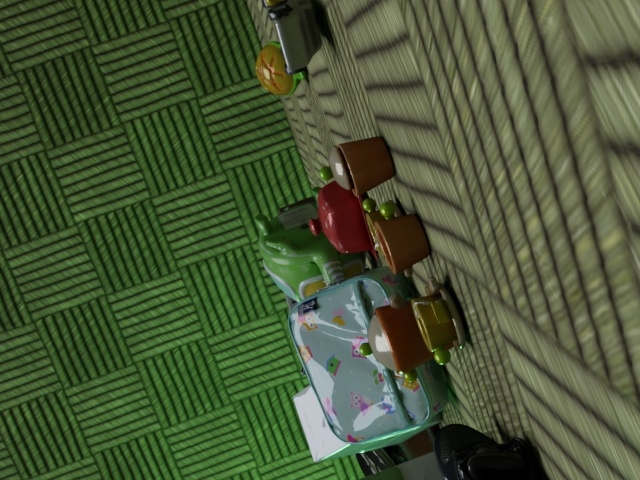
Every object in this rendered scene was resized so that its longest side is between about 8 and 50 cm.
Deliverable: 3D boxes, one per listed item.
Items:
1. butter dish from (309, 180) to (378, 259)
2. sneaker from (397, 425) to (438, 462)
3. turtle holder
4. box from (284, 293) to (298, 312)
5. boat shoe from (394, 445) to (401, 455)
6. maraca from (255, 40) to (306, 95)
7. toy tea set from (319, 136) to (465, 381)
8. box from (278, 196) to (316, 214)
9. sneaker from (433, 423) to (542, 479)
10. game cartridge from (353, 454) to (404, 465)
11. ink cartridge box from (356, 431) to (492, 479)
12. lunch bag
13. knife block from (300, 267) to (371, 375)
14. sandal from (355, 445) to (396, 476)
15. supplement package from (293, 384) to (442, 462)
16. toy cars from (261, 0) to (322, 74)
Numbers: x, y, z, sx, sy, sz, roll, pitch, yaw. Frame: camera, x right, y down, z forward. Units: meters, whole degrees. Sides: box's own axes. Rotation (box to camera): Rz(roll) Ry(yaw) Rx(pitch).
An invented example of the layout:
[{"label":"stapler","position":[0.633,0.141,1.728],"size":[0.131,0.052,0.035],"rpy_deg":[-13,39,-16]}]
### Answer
[{"label":"butter dish","position":[0.035,-0.043,1.520],"size":[0.160,0.118,0.160],"rpy_deg":[-114,4,-58]},{"label":"sneaker","position":[0.201,0.418,1.688],"size":[0.121,0.108,0.302],"rpy_deg":[96,153,-76]},{"label":"turtle holder","position":[0.010,0.040,1.765],"size":[0.320,0.243,0.227],"rpy_deg":[14,131,42]},{"label":"box","position":[0.015,0.136,2.189],"size":[0.322,0.232,0.058],"rpy_deg":[-112,4,-62]},{"label":"boat shoe","position":[0.206,0.470,1.900],"size":[0.121,0.119,0.335],"rpy_deg":[-112,3,-46]},{"label":"maraca","position":[-0.086,-0.396,1.767],"size":[0.127,0.099,0.186],"rpy_deg":[60,154,-8]},{"label":"toy tea set","position":[0.076,0.030,1.035],"size":[0.200,0.124,0.336],"rpy_deg":[75,175,-68]},{"label":"box","position":[0.000,0.000,2.166],"size":[0.167,0.168,0.203],"rpy_deg":[-113,4,-63]},{"label":"sneaker","position":[0.184,0.247,0.854],"size":[0.227,0.087,0.130],"rpy_deg":[-122,13,-65]},{"label":"game cartridge","position":[0.192,0.577,1.875],"size":[0.230,0.068,0.355],"rpy_deg":[45,177,-41]},{"label":"ink cartridge box","position":[0.143,0.338,0.996],"size":[0.109,0.209,0.062],"rpy_deg":[-112,3,-51]},{"label":"lunch bag","position":[0.080,0.188,1.299],"size":[0.108,0.224,0.279],"rpy_deg":[-17,-96,-54]},{"label":"knife block","position":[0.052,0.215,1.816],"size":[0.088,0.242,0.275],"rpy_deg":[74,176,-47]},{"label":"sandal","position":[0.110,0.430,1.713],"size":[0.303,0.086,0.120],"rpy_deg":[-129,28,-50]},{"label":"supplement package","position":[0.094,0.328,1.512],"size":[0.244,0.134,0.139],"rpy_deg":[2,-122,-43]},{"label":"toy cars","position":[-0.039,-0.353,1.111],"size":[0.393,0.087,0.176],"rpy_deg":[64,-169,-79]}]
